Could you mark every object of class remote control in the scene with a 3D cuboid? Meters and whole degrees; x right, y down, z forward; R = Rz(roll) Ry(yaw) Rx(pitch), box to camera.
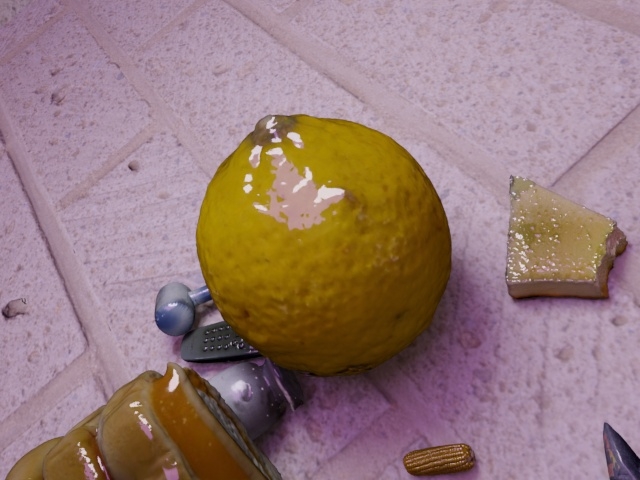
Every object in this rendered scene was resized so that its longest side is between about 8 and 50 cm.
[{"bbox_3d":[-0.132,0.165,0.977,0.221,0.042,0.072,-12,55,18],"label":"remote control"}]

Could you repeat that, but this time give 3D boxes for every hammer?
[{"bbox_3d":[-0.197,0.095,1.034,0.193,0.070,0.116,-23,21,-5],"label":"hammer"}]

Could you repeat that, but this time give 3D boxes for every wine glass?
[{"bbox_3d":[-0.130,0.249,0.876,0.204,0.111,0.111,-31,51,0],"label":"wine glass"}]

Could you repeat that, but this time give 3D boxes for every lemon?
[{"bbox_3d":[0.000,0.000,0.814,0.349,0.387,0.350,-21,33,15],"label":"lemon"}]

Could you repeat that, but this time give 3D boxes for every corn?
[{"bbox_3d":[0.154,0.286,0.762,0.092,0.037,0.037,-15,54,20],"label":"corn"}]

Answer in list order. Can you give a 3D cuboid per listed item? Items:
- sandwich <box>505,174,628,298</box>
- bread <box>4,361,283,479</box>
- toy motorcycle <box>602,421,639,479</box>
[{"bbox_3d":[0.353,-0.011,0.847,0.162,0.058,0.193,-2,57,23],"label":"sandwich"},{"bbox_3d":[-0.232,0.352,0.732,0.341,0.301,0.210,-30,10,4],"label":"bread"},{"bbox_3d":[0.370,0.338,0.575,0.173,0.108,0.308,-7,62,21],"label":"toy motorcycle"}]
